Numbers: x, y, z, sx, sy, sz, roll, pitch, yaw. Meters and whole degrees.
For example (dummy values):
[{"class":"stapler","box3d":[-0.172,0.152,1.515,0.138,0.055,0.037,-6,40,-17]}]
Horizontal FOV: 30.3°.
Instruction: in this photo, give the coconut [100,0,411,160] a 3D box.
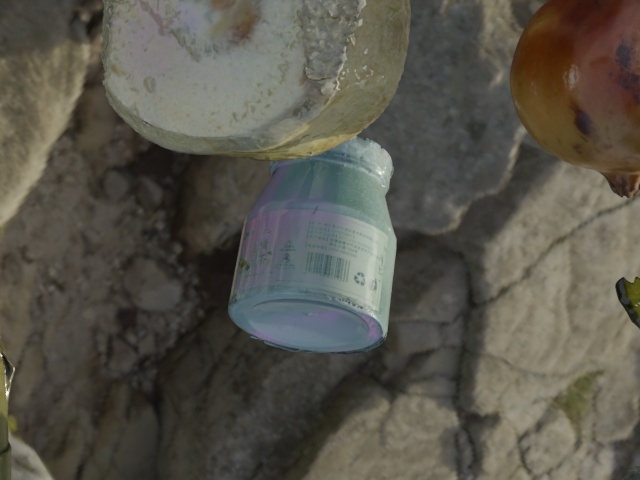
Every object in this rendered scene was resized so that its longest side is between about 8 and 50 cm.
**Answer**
[{"class":"coconut","box3d":[-0.054,-0.214,1.121,0.254,0.297,0.297,-26,133,-66]}]

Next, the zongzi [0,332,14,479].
[{"class":"zongzi","box3d":[-0.356,0.179,0.859,0.418,0.181,0.447,14,76,-76]}]

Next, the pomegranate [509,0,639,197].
[{"class":"pomegranate","box3d":[0.284,-0.154,1.108,0.209,0.209,0.209,-14,119,-27]}]

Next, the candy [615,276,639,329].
[{"class":"candy","box3d":[0.309,0.146,0.770,0.081,0.187,0.297,-28,92,-33]}]

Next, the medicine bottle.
[{"class":"medicine bottle","box3d":[0.000,0.000,1.810,0.245,0.245,0.290,31,57,-39]}]

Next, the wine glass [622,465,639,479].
[{"class":"wine glass","box3d":[0.331,0.409,0.984,0.267,0.267,0.406,30,64,-39]}]
